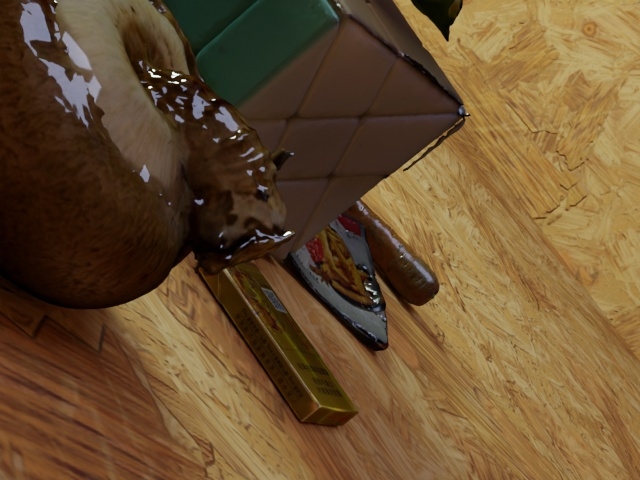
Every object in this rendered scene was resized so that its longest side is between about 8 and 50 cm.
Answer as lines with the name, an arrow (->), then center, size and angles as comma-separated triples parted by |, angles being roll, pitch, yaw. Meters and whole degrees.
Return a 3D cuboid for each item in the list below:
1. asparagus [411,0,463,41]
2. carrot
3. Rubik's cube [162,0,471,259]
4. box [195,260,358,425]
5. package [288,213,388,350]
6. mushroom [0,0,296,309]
asparagus -> 0.062, -0.282, 1.681 | 0.287, 0.080, 0.080 | 40, 15, -36
carrot -> 0.056, -0.007, 2.027 | 0.191, 0.047, 0.047 | 48, 11, 10
Rubik's cube -> -0.052, -0.152, 1.616 | 0.221, 0.231, 0.224 | 31, 24, -55
box -> -0.034, 0.077, 1.471 | 0.156, 0.022, 0.089 | 54, 11, 18
package -> 0.000, 0.000, 1.815 | 0.154, 0.030, 0.239 | 42, 15, -25
mushroom -> -0.148, -0.073, 1.158 | 0.278, 0.163, 0.297 | 50, 15, 1
